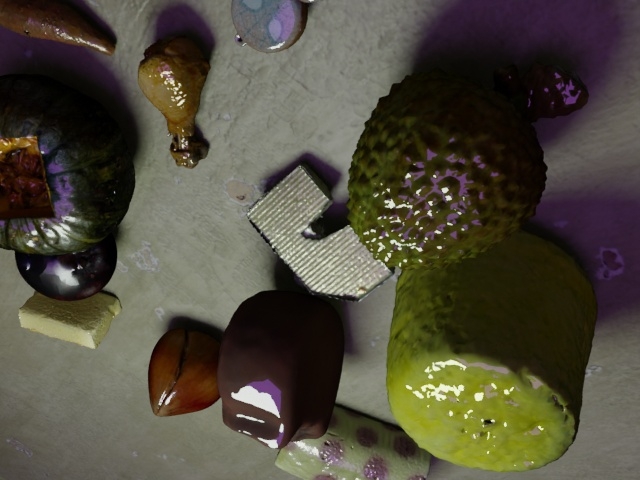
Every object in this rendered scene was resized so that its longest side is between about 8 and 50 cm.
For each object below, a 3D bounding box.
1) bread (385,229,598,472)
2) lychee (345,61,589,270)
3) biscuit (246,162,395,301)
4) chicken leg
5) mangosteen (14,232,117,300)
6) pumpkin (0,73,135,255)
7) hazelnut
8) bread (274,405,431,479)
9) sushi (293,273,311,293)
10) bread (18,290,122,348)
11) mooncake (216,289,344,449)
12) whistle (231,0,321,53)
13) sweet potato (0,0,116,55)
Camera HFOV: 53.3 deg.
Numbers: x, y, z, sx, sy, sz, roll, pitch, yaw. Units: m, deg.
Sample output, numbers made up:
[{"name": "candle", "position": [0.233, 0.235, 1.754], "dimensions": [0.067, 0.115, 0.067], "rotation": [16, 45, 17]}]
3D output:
[{"name": "bread", "position": [0.271, 0.186, 1.047], "dimensions": [0.348, 0.308, 0.348], "rotation": [12, 137, 11]}, {"name": "lychee", "position": [0.175, -0.101, 0.856], "dimensions": [0.270, 0.270, 0.320], "rotation": [19, 99, 2]}, {"name": "biscuit", "position": [0.000, 0.000, 1.088], "dimensions": [0.147, 0.046, 0.250], "rotation": [-42, 88, 24]}, {"name": "chicken leg", "position": [-0.225, -0.211, 1.016], "dimensions": [0.107, 0.087, 0.251], "rotation": [20, 142, 16]}, {"name": "mangosteen", "position": [-0.513, 0.026, 1.277], "dimensions": [0.230, 0.194, 0.194], "rotation": [-1, 136, 53]}, {"name": "pumpkin", "position": [-0.473, -0.123, 1.073], "dimensions": [0.320, 0.192, 0.320], "rotation": [1, 105, 4]}, {"name": "hazelnut", "position": [-0.304, 0.307, 1.431], "dimensions": [0.208, 0.208, 0.208], "rotation": [10, 133, 11]}, {"name": "bread", "position": [0.074, 0.516, 1.523], "dimensions": [0.338, 0.155, 0.187], "rotation": [21, 130, 0]}, {"name": "sushi", "position": [0.028, 0.047, 1.164], "dimensions": [0.150, 0.078, 0.090], "rotation": [-2, 124, 22]}, {"name": "bread", "position": [-0.566, 0.163, 1.443], "dimensions": [0.188, 0.125, 0.068], "rotation": [15, 133, 5]}, {"name": "mooncake", "position": [-0.073, 0.251, 1.218], "dimensions": [0.174, 0.326, 0.334], "rotation": [8, 111, 17]}, {"name": "whistle", "position": [-0.040, -0.334, 0.858], "dimensions": [0.220, 0.057, 0.107], "rotation": [-33, 101, 33]}, {"name": "sweet potato", "position": [-0.470, -0.353, 0.978], "dimensions": [0.314, 0.072, 0.066], "rotation": [19, 149, -1]}]
